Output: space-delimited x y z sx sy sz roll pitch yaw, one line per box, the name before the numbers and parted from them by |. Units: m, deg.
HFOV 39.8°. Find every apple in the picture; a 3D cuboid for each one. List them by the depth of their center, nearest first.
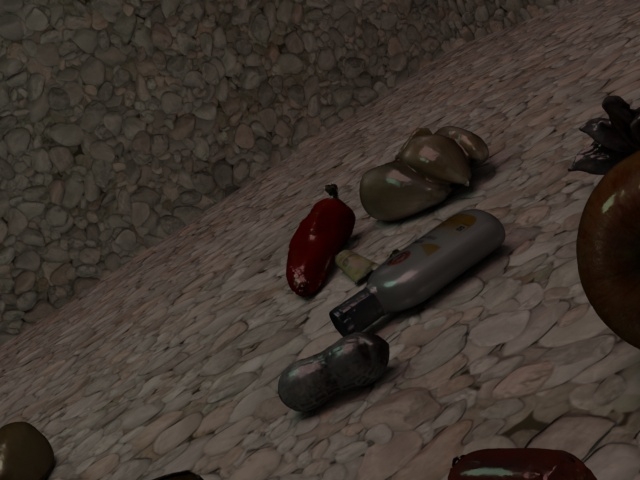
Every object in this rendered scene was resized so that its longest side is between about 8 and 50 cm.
apple | 0.346 0.007 0.814 0.211 0.211 0.188 -20 -10 37

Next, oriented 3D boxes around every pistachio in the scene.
pistachio | -0.525 0.383 1.512 0.185 0.126 0.108 -95 23 -72

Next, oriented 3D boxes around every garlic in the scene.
garlic | 0.205 -0.145 1.841 0.279 0.132 0.325 -37 8 5

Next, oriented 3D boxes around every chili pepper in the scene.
chili pepper | 0.000 0.000 1.798 0.110 0.110 0.387 -23 20 26

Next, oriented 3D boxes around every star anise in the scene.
star anise | 0.504 -0.170 1.327 0.212 0.129 0.282 -17 12 -24

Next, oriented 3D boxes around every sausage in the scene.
sausage | 0.164 0.209 0.740 0.141 0.076 0.076 -15 20 49

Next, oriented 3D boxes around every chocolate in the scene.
chocolate | 0.018 0.174 1.177 0.167 0.072 0.072 -29 13 13

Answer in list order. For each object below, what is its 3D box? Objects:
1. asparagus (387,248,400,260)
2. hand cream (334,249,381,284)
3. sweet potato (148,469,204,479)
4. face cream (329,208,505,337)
asparagus | 0.098 0.072 1.476 0.034 0.027 0.236 -8 24 32
hand cream | 0.063 0.048 1.627 0.061 0.039 0.143 -30 18 -11
sweet potato | -0.260 0.370 1.062 0.285 0.085 0.112 -27 43 -36
face cream | 0.143 0.051 1.360 0.291 0.071 0.144 -34 14 -13
